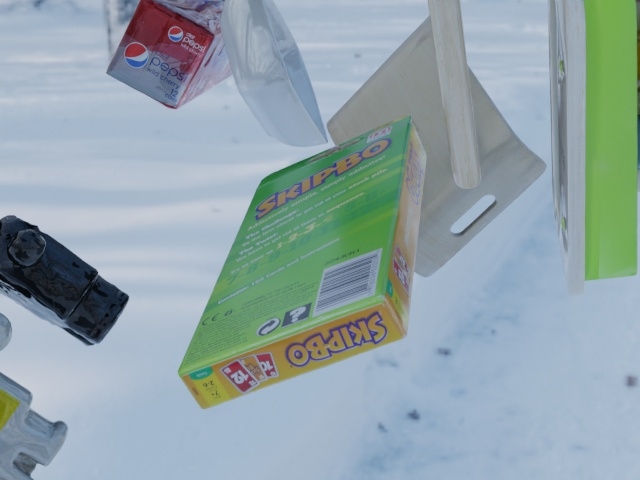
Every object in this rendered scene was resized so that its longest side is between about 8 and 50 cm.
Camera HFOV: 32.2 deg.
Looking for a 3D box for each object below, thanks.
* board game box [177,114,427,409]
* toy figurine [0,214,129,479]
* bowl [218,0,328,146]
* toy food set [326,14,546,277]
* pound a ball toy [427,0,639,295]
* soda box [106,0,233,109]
[{"bbox_3d":[0.000,0.000,0.683,0.124,0.039,0.259,-22,25,18],"label":"board game box"},{"bbox_3d":[-0.230,0.083,0.619,0.148,0.213,0.209,37,28,-14],"label":"toy figurine"},{"bbox_3d":[-0.049,-0.162,1.041,0.053,0.142,0.142,-20,-27,9],"label":"bowl"},{"bbox_3d":[0.149,-0.133,1.475,0.092,0.220,0.306,20,34,-46],"label":"toy food set"},{"bbox_3d":[0.167,-0.105,0.689,0.208,0.319,0.136,-6,51,9],"label":"pound a ball toy"},{"bbox_3d":[-0.137,-0.219,1.199,0.083,0.092,0.263,30,19,-1],"label":"soda box"}]
